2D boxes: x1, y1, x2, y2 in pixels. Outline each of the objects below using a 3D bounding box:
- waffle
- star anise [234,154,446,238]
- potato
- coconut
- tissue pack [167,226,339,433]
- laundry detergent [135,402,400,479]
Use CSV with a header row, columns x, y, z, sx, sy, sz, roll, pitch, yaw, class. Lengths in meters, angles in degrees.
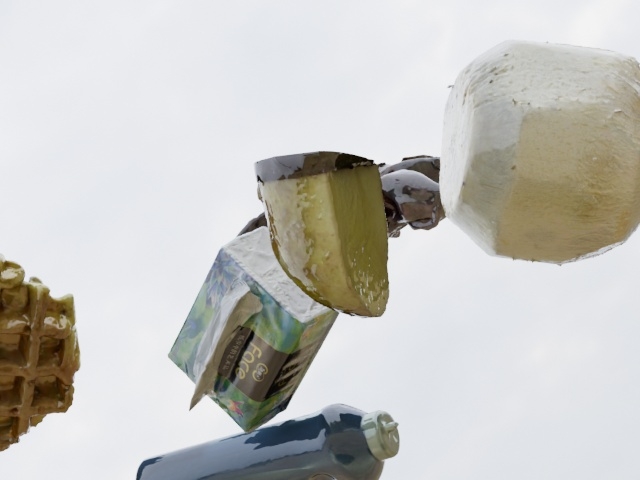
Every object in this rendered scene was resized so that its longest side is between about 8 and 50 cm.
x,y,z,sx,sy,sz,roll,pitch,yaw,class
-0.307,0.122,1.228,0.253,0.056,0.249,-27,-59,-4,waffle
0.036,-0.018,1.575,0.283,0.129,0.212,-27,2,-2,star anise
0.000,0.000,0.926,0.066,0.103,0.096,-9,-7,25,potato
0.173,-0.064,1.065,0.162,0.161,0.161,5,-38,-8,coconut
-0.052,0.064,1.015,0.079,0.085,0.111,-27,-27,-49,tissue pack
-0.029,0.162,1.077,0.206,0.061,0.096,-21,-38,25,laundry detergent
